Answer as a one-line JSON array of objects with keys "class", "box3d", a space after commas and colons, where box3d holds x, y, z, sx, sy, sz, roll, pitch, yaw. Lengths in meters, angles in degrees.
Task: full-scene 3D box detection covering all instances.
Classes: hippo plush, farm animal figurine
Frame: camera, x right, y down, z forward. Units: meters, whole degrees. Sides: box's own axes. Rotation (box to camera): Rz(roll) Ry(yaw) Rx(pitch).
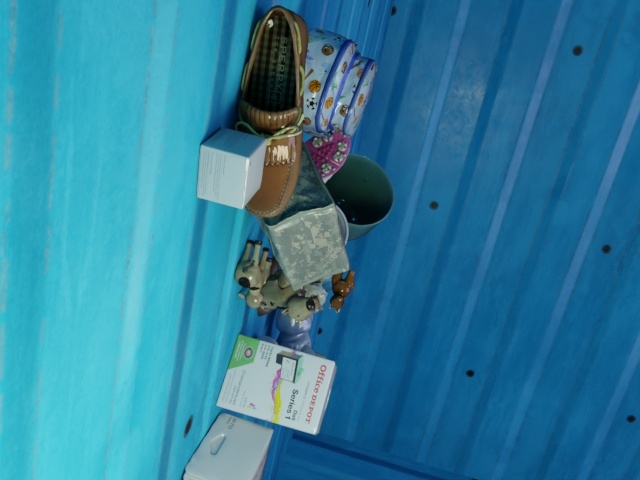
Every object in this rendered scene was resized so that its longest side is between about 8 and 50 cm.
[{"class": "hippo plush", "box3d": [-0.063, 0.327, 2.168, 0.294, 0.234, 0.236, -40, 145, -77]}, {"class": "farm animal figurine", "box3d": [-0.092, 0.129, 1.627, 0.327, 0.330, 0.172, -12, -118, 66]}]

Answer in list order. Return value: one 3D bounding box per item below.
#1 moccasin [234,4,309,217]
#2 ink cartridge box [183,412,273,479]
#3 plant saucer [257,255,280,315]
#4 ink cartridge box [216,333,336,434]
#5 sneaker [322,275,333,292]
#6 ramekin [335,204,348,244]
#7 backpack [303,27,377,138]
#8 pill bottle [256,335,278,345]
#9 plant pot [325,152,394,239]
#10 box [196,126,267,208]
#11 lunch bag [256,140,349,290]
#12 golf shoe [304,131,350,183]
[{"class": "moccasin", "box3d": [-0.088, -0.230, 1.161, 0.147, 0.139, 0.380, -47, 150, -79]}, {"class": "ink cartridge box", "box3d": [-0.263, 0.702, 1.661, 0.279, 0.160, 0.384, -57, 161, -68]}, {"class": "plant saucer", "box3d": [-0.146, 0.142, 1.940, 0.198, 0.036, 0.198, 15, 90, -84]}, {"class": "ink cartridge box", "box3d": [-0.113, 0.392, 1.715, 0.117, 0.278, 0.201, 83, 22, -73]}, {"class": "sneaker", "box3d": [-0.034, 0.143, 2.277, 0.087, 0.229, 0.092, 37, 54, -36]}, {"class": "ramekin", "box3d": [-0.022, -0.020, 1.918, 0.109, 0.207, 0.207, 111, -4, -75]}, {"class": "backpack", "box3d": [0.011, -0.361, 1.479, 0.263, 0.213, 0.276, -12, 118, -73]}, {"class": "pill bottle", "box3d": [-0.169, 0.353, 1.979, 0.160, 0.087, 0.087, 90, 16, -64]}, {"class": "plant pot", "box3d": [0.089, -0.132, 2.284, 0.235, 0.293, 0.293, 123, -13, -60]}, {"class": "box", "box3d": [-0.152, -0.126, 1.090, 0.101, 0.087, 0.102, -63, 166, -59]}, {"class": "lunch bag", "box3d": [-0.063, -0.080, 1.398, 0.235, 0.169, 0.287, 74, -5, -51]}, {"class": "golf shoe", "box3d": [-0.039, -0.168, 1.666, 0.306, 0.115, 0.140, -48, -179, -8]}]
